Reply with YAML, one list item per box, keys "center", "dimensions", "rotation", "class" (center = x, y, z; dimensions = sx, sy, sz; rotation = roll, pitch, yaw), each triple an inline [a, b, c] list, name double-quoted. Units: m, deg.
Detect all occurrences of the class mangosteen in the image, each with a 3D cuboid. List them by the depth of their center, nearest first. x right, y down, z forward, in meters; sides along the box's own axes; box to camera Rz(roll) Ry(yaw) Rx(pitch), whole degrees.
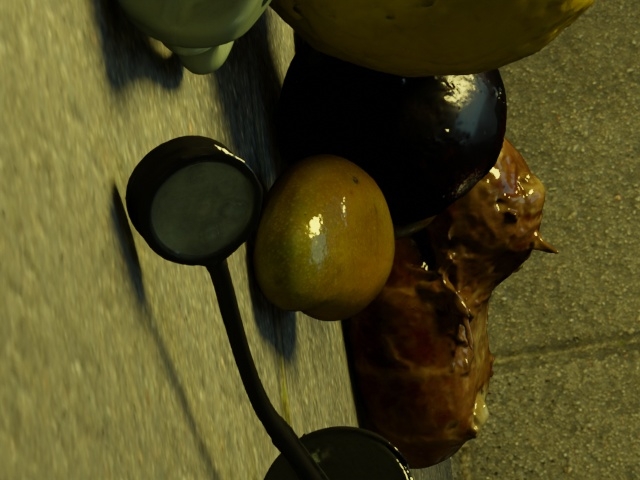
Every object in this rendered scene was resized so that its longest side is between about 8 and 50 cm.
- center: [0.059, -0.099, 1.513]
  dimensions: [0.250, 0.211, 0.211]
  rotation: [113, -25, -62]
  class: "mangosteen"

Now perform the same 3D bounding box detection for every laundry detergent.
- center: [-0.058, -0.208, 0.999]
  dimensions: [0.280, 0.105, 0.214]
  rotation: [-95, -164, -87]
  class: "laundry detergent"

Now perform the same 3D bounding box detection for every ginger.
- center: [0.134, 0.053, 1.761]
  dimensions: [0.176, 0.254, 0.418]
  rotation: [-22, 111, -60]
  class: "ginger"

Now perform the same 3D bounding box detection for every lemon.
- center: [0.086, -0.300, 1.300]
  dimensions: [0.387, 0.350, 0.349]
  rotation: [-15, 96, -73]
  class: "lemon"

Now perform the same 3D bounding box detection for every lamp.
- center: [-0.045, 0.073, 0.981]
  dimensions: [0.371, 0.130, 0.108]
  rotation: [58, -2, -41]
  class: "lamp"

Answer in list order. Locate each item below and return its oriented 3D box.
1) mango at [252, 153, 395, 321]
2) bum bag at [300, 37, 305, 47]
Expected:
- center: [0.000, 0.000, 1.300]
  dimensions: [0.227, 0.099, 0.136]
  rotation: [-22, 110, -74]
  class: "mango"
- center: [0.008, -0.159, 1.688]
  dimensions: [0.232, 0.060, 0.106]
  rotation: [-93, 163, -52]
  class: "bum bag"
